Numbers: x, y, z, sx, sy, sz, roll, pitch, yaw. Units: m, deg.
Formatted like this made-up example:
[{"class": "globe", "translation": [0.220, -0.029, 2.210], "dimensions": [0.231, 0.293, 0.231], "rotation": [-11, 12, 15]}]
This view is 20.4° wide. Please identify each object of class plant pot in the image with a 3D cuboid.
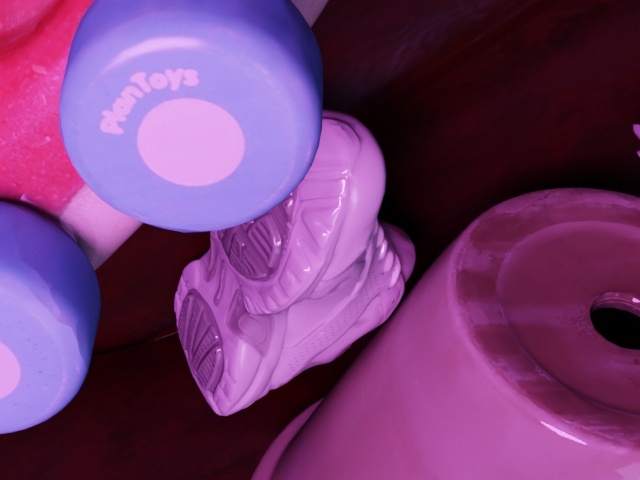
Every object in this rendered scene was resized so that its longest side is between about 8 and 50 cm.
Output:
[{"class": "plant pot", "translation": [0.123, 0.133, 0.970], "dimensions": [0.323, 0.323, 0.280], "rotation": [-9, 137, -24]}]

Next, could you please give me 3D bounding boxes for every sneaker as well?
[{"class": "sneaker", "translation": [0.000, 0.000, 0.888], "dimensions": [0.115, 0.090, 0.232], "rotation": [-17, 159, -24]}]

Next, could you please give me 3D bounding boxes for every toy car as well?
[{"class": "toy car", "translation": [-0.131, -0.106, 0.557], "dimensions": [0.238, 0.219, 0.210], "rotation": [34, 123, -22]}]

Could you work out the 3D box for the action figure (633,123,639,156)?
[{"class": "action figure", "translation": [0.257, -0.044, 0.979], "dimensions": [0.185, 0.099, 0.285], "rotation": [-9, 144, -10]}]
